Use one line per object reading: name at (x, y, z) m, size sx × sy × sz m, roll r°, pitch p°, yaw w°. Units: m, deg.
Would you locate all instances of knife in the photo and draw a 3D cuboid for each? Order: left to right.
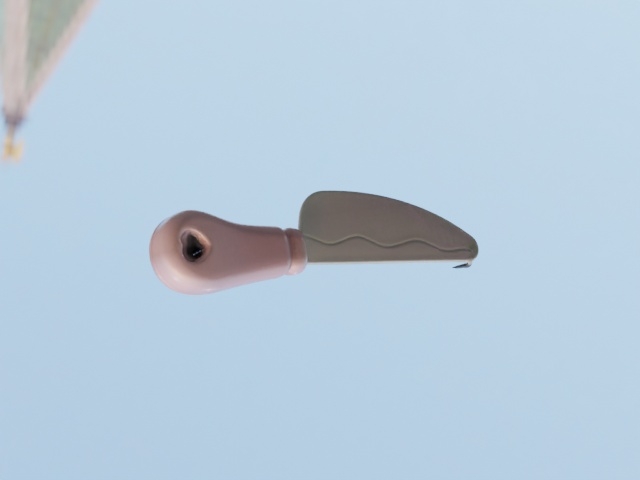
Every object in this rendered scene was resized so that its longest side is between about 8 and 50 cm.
knife at (-0.001, -0.003, 1.667) m, size 0.336 × 0.043 × 0.081 m, roll -4°, pitch -103°, yaw -37°
